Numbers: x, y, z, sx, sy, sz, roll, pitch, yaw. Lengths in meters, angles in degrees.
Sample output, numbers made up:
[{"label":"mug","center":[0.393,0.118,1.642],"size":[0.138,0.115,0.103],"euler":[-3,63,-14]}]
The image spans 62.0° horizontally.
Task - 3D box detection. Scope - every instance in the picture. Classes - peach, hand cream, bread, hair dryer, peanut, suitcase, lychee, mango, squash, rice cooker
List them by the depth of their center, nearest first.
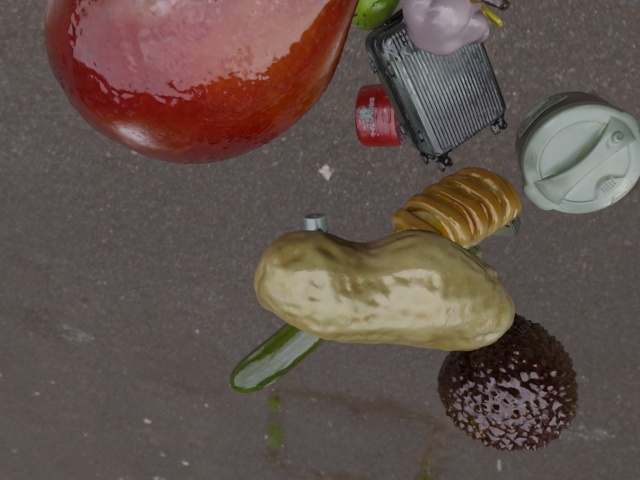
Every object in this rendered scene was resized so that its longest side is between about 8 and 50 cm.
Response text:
[{"label":"peach","center":[-0.110,-0.167,0.492],"size":[0.258,0.201,0.362],"euler":[26,172,-40]},{"label":"peanut","center":[0.083,0.051,0.625],"size":[0.319,0.147,0.147],"euler":[11,134,-14]},{"label":"squash","center":[-0.046,0.164,0.862],"size":[0.258,0.069,0.069],"euler":[-41,115,4]},{"label":"hair dryer","center":[0.000,0.000,1.027],"size":[0.047,0.137,0.082],"euler":[-9,106,-7]},{"label":"lychee","center":[0.370,0.282,1.032],"size":[0.268,0.267,0.267],"euler":[8,132,9]},{"label":"suitcase","center":[0.235,-0.314,1.056],"size":[0.202,0.128,0.312],"euler":[-33,117,-4]},{"label":"bread","center":[0.285,-0.060,1.134],"size":[0.173,0.311,0.121],"euler":[37,144,36]},{"label":"mango","center":[0.130,-0.549,1.198],"size":[0.100,0.119,0.178],"euler":[31,158,-15]},{"label":"rice cooker","center":[0.634,-0.222,1.336],"size":[0.288,0.277,0.288],"euler":[6,116,13]},{"label":"hand cream","center":[0.219,-0.441,1.880],"size":[0.149,0.230,0.230],"euler":[4,132,24]}]

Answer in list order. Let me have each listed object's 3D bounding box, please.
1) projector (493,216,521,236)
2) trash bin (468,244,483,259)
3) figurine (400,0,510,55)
[{"label":"projector","center":[0.528,-0.108,1.735],"size":[0.194,0.088,0.269],"euler":[8,159,38]},{"label":"trash bin","center":[0.451,0.058,1.602],"size":[0.061,0.043,0.092],"euler":[-29,140,-11]},{"label":"figurine","center":[0.163,-0.315,0.731],"size":[0.137,0.229,0.112],"euler":[38,107,-16]}]
